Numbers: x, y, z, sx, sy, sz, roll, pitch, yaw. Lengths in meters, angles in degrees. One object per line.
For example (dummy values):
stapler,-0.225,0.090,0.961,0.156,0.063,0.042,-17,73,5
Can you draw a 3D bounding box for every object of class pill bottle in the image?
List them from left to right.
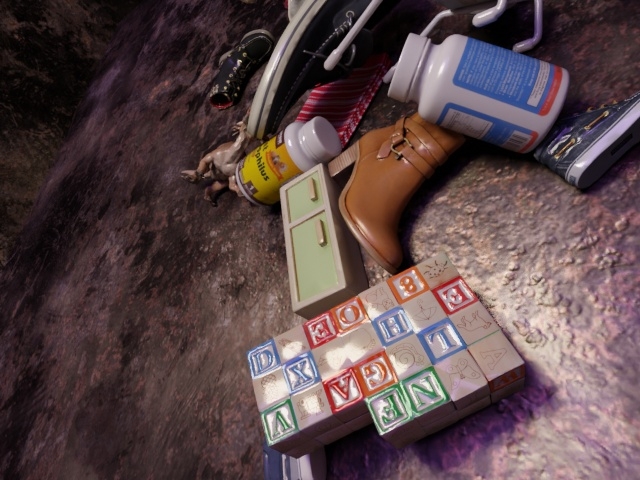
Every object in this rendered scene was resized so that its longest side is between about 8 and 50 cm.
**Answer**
pill bottle,-0.064,-0.159,0.852,0.215,0.117,0.117,-26,50,35
pill bottle,0.217,-0.218,0.606,0.221,0.124,0.124,21,75,4

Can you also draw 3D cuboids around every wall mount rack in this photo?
wall mount rack,0.187,-0.366,0.716,0.304,0.350,0.130,6,103,39

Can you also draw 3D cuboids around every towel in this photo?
towel,0.025,-0.302,0.951,0.199,0.031,0.275,19,77,45

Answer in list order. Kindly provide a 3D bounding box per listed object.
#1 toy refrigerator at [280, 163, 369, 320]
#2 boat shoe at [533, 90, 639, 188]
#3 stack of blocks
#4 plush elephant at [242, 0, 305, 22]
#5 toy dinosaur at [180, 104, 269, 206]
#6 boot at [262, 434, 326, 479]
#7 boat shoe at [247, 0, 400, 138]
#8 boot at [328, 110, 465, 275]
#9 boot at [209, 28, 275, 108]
toy refrigerator,0.000,0.000,0.737,0.102,0.094,0.269,-28,49,23
boat shoe,0.377,-0.158,0.555,0.183,0.065,0.083,-44,47,10
stack of blocks,0.071,0.162,0.532,0.297,0.087,0.171,-27,49,3
plush elephant,-0.020,-0.594,1.028,0.330,0.272,0.255,-15,86,61
toy dinosaur,-0.219,-0.200,1.025,0.296,0.127,0.200,-5,53,51
boot,-0.046,0.262,0.625,0.086,0.069,0.190,-19,54,22
boat shoe,0.023,-0.400,0.855,0.500,0.156,0.187,-56,9,-11
boot,0.142,-0.096,0.694,0.220,0.109,0.283,-30,41,16
boot,-0.233,-0.498,1.243,0.236,0.085,0.178,-11,59,41
